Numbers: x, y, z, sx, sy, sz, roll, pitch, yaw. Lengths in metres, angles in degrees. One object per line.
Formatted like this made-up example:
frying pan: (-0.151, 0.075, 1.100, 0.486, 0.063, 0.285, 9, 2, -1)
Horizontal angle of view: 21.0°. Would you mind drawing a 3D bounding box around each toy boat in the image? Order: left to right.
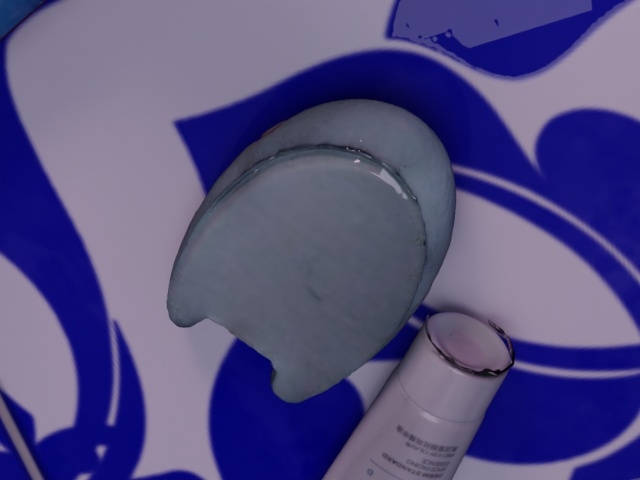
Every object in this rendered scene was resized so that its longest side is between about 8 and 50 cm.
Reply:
toy boat: (0.000, 0.000, 0.981, 0.134, 0.079, 0.208, 37, 127, 1)

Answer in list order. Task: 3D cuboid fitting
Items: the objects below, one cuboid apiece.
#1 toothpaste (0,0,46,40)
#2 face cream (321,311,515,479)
toothpaste: (-0.181, -0.152, 0.936, 0.320, 0.066, 0.076, -37, 104, 23)
face cream: (0.040, 0.145, 1.046, 0.092, 0.058, 0.244, 22, 124, -6)
